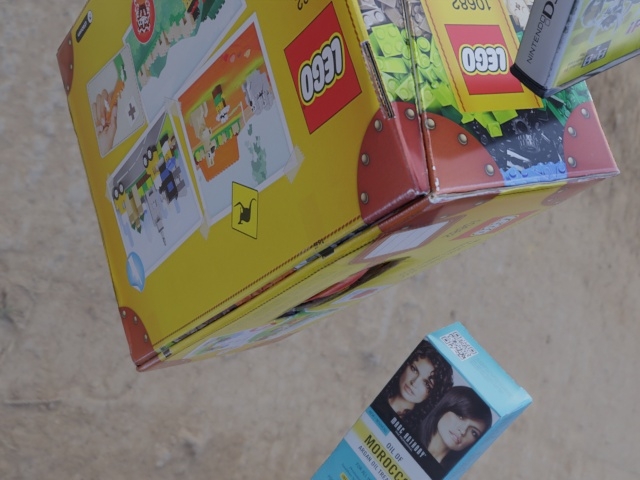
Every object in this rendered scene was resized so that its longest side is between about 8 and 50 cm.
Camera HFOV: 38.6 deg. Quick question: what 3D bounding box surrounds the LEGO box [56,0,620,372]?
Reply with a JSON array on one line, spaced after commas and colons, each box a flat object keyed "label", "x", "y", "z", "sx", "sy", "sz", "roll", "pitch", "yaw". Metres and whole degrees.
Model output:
[{"label": "LEGO box", "x": -0.040, "y": -0.126, "z": 0.825, "sx": 0.193, "sy": 0.500, "sz": 0.373, "roll": -9, "pitch": 77, "yaw": -35}]

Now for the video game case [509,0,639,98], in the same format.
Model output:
[{"label": "video game case", "x": 0.245, "y": -0.227, "z": 0.522, "sx": 0.274, "sy": 0.035, "sz": 0.248, "roll": -26, "pitch": 148, "yaw": -26}]

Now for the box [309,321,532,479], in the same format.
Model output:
[{"label": "box", "x": 0.084, "y": 0.198, "z": 0.866, "sx": 0.060, "sy": 0.100, "sz": 0.244, "roll": -12, "pitch": 143, "yaw": -50}]
